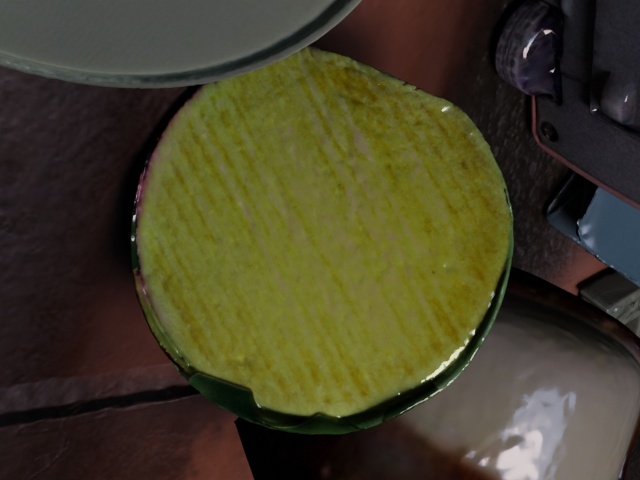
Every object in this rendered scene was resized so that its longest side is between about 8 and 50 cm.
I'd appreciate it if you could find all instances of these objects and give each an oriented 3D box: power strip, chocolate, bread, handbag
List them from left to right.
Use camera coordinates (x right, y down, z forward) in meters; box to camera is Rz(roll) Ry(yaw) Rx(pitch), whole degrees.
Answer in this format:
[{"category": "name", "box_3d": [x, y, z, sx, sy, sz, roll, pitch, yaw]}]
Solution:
[{"category": "bread", "box_3d": [0.000, 0.000, 0.560, 0.228, 0.228, 0.033, -48, 176, 2]}, {"category": "chocolate", "box_3d": [0.092, 0.097, 0.678, 0.284, 0.284, 0.186, 5, 103, -41]}, {"category": "power strip", "box_3d": [0.326, 0.047, 0.951, 0.145, 0.061, 0.215, -25, 134, -22]}, {"category": "handbag", "box_3d": [0.317, -0.021, 0.844, 0.221, 0.057, 0.144, 28, 94, -24]}]

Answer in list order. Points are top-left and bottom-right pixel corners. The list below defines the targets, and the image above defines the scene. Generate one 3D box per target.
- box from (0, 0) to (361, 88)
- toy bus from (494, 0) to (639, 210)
[{"category": "box", "box_3d": [-0.074, -0.177, 0.299, 0.226, 0.149, 0.226, 6, 148, 4]}, {"category": "toy bus", "box_3d": [0.257, -0.218, 0.582, 0.233, 0.203, 0.426, -32, 138, -21]}]
